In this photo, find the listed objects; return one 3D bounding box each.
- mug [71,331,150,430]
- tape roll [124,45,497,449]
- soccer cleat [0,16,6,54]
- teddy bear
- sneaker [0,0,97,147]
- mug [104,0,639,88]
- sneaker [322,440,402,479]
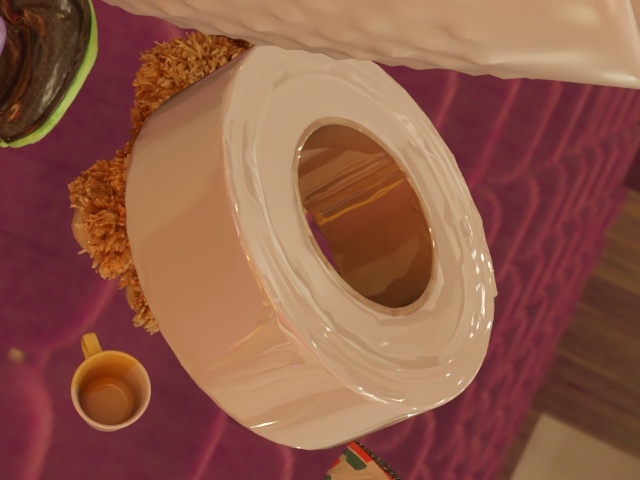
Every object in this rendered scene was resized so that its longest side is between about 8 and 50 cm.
[{"bbox_3d":[-0.168,0.118,1.318,0.064,0.062,0.078,119,-19,-70],"label":"mug"},{"bbox_3d":[0.000,0.000,1.163,0.100,0.286,0.286,-27,-164,35],"label":"tape roll"},{"bbox_3d":[-0.348,-0.091,1.426,0.248,0.095,0.083,-48,160,-7],"label":"soccer cleat"},{"bbox_3d":[-0.082,-0.081,1.375,0.338,0.113,0.245,-45,128,-34],"label":"teddy bear"},{"bbox_3d":[-0.364,-0.340,1.813,0.202,0.185,0.482,7,79,-57],"label":"sneaker"},{"bbox_3d":[0.009,-0.227,0.663,0.374,0.328,0.276,-42,135,-55],"label":"mug"},{"bbox_3d":[0.054,0.261,1.562,0.075,0.161,0.057,-47,133,2],"label":"sneaker"}]
